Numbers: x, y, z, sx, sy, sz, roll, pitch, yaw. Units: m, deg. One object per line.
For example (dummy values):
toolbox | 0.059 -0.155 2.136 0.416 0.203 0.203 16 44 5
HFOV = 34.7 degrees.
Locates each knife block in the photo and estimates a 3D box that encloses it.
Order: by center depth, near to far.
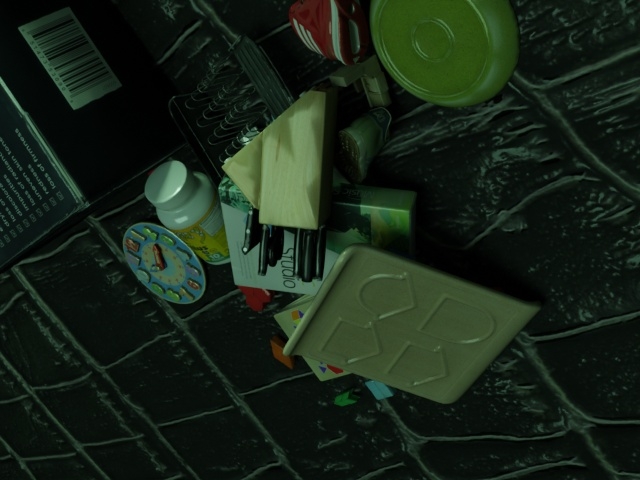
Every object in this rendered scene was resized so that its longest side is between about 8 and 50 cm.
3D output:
knife block | -0.020 -0.071 1.578 0.275 0.088 0.242 -39 94 20

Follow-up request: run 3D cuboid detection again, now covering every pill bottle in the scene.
pill bottle | -0.221 -0.052 1.839 0.117 0.118 0.208 9 156 34

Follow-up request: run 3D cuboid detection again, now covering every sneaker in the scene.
sneaker | -0.002 -0.371 1.496 0.128 0.087 0.221 19 121 38
sneaker | 0.076 -0.151 1.619 0.064 0.086 0.192 49 170 11

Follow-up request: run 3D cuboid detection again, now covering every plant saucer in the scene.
plant saucer | 0.166 -0.291 1.461 0.241 0.037 0.241 21 133 24

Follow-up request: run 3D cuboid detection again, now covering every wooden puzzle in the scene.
wooden puzzle | 0.146 0.133 1.717 0.347 0.081 0.322 16 139 -12

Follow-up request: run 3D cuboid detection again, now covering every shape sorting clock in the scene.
shape sorting clock | -0.325 0.049 2.118 0.206 0.040 0.206 22 134 25

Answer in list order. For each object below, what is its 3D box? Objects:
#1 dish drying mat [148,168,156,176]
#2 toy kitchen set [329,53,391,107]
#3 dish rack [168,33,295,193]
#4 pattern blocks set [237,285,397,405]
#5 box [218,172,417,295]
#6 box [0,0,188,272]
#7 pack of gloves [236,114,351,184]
dish drying mat | -0.317 -0.111 2.009 0.032 0.008 0.083 -4 120 41
toy kitchen set | 0.051 -0.232 1.559 0.068 0.075 0.083 15 135 48
dish rack | -0.136 -0.205 1.700 0.208 0.074 0.271 57 147 2
pattern blocks set | 0.000 0.184 1.976 0.285 0.026 0.325 -12 114 44
box | 0.000 0.000 1.721 0.321 0.058 0.232 6 135 11
box | -0.567 -0.241 1.874 0.471 0.297 0.480 -26 100 45
pack of gloves | -0.044 -0.102 1.747 0.232 0.046 0.195 51 148 -5
